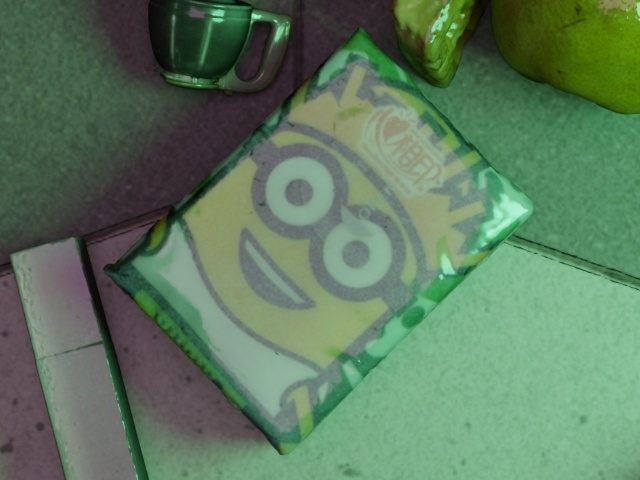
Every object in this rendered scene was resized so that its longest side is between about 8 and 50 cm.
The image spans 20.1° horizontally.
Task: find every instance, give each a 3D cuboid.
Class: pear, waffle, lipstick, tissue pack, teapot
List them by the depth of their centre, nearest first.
[{"bbox_3d":[0.257,-0.214,1.553,0.208,0.209,0.209,0,86,2],"label":"pear"},{"bbox_3d":[0.139,-0.275,1.578,0.057,0.168,0.274,26,89,10],"label":"waffle"},{"bbox_3d":[0.000,0.000,1.582,0.311,0.128,0.228,-44,88,-1],"label":"tissue pack"},{"bbox_3d":[-0.204,0.158,1.610,0.068,0.066,0.317,-15,86,1],"label":"lipstick"},{"bbox_3d":[-0.097,-0.176,1.619,0.124,0.092,0.091,12,103,9],"label":"teapot"}]
